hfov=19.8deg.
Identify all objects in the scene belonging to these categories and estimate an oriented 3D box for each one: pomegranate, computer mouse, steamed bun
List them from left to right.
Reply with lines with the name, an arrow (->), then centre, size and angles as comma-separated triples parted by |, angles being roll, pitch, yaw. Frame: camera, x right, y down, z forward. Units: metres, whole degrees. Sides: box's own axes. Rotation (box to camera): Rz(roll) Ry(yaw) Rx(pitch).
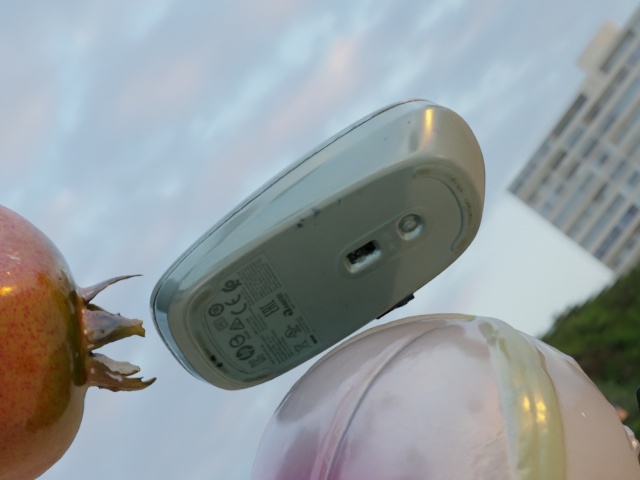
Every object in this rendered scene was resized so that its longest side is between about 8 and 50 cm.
pomegranate -> -0.246, 0.081, 1.303 | 0.221, 0.256, 0.221 | 176, 90, -86
computer mouse -> -0.002, -0.004, 1.422 | 0.288, 0.097, 0.159 | -32, -43, 0
steamed bun -> 0.068, 0.218, 1.320 | 0.309, 0.309, 0.309 | -48, -13, -15

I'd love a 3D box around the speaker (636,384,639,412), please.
speaker -> 0.205, 0.124, 0.971 | 0.191, 0.046, 0.040 | -86, 13, -62
